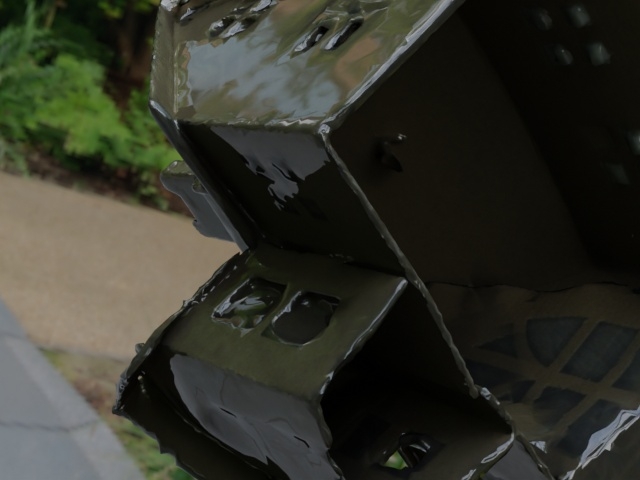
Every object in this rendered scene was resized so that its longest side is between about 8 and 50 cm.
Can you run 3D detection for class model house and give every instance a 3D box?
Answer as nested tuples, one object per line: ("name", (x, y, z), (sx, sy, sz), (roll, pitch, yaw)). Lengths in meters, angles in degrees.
("model house", (0.000, 0.000, 0.536), (0.243, 0.204, 0.211), (11, -40, 55))
